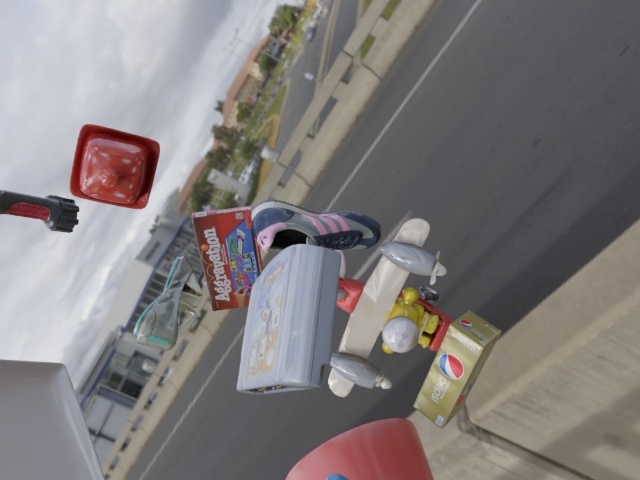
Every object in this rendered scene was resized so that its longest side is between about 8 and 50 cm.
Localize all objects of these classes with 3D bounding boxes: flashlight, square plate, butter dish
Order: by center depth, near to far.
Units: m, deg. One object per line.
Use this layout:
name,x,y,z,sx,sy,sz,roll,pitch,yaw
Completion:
square plate,-0.598,0.392,1.088,0.049,0.344,0.347,-35,-23,8
butter dish,-0.415,-0.135,1.099,0.118,0.160,0.159,-126,52,-65
flashlight,-0.771,-0.074,1.402,0.103,0.103,0.304,-53,-30,14

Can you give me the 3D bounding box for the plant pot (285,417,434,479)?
plant pot,0.104,0.498,0.989,0.274,0.275,0.243,-57,44,30

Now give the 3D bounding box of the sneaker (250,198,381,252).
sneaker,0.000,0.000,1.247,0.131,0.319,0.112,-104,27,-44

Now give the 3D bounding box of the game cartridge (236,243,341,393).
game cartridge,-0.055,0.116,0.789,0.297,0.062,0.197,141,135,-62

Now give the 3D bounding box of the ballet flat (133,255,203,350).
ballet flat,-0.211,0.092,0.816,0.213,0.068,0.072,-85,16,-66

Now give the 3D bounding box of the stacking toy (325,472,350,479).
stacking toy,-0.009,0.518,0.816,0.301,0.166,0.175,-52,4,22

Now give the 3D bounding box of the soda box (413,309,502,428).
soda box,0.205,0.197,0.835,0.061,0.058,0.181,-23,-42,-44

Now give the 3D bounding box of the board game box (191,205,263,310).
board game box,-0.217,0.050,1.349,0.027,0.145,0.281,-102,6,-57

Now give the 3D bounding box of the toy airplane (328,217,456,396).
toy airplane,0.151,0.176,1.362,0.385,0.385,0.272,-22,21,-2
